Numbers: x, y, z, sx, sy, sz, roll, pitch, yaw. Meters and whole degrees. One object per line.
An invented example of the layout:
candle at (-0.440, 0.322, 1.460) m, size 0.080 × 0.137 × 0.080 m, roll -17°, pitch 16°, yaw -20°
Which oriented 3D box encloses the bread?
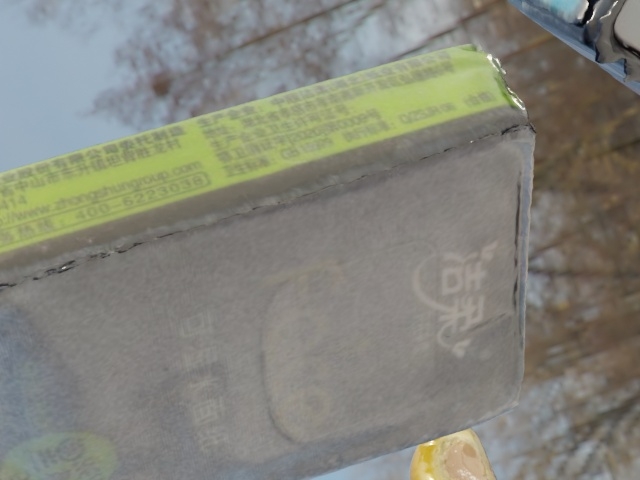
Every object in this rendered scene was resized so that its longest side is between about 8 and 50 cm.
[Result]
bread at (0.159, 0.307, 1.540) m, size 0.142 × 0.091 × 0.305 m, roll -102°, pitch -10°, yaw -49°

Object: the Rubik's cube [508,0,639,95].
Rubik's cube at (0.336, -0.269, 1.250) m, size 0.362 × 0.363 × 0.359 m, roll 26°, pitch -171°, yaw -23°

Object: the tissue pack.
tissue pack at (-0.057, 0.046, 1.078) m, size 0.288 × 0.394 × 0.124 m, roll 88°, pitch 160°, yaw -44°
